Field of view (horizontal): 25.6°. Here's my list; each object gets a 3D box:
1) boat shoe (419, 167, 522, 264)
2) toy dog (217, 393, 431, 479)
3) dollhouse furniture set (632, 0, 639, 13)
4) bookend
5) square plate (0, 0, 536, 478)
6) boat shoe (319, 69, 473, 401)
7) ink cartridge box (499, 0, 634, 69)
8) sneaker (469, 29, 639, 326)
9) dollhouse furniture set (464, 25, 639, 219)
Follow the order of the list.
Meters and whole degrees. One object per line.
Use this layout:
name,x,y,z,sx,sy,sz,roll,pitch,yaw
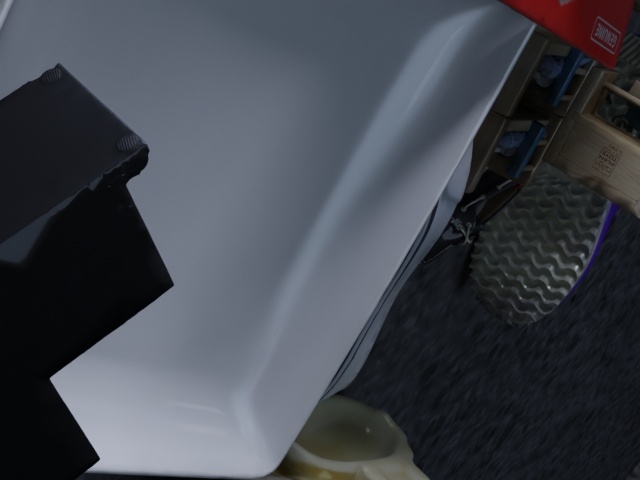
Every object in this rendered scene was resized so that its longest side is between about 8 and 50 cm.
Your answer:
boat shoe,0.121,-0.019,1.168,0.125,0.038,0.046,-42,153,-29
toy dog,-0.045,0.378,1.082,0.395,0.284,0.408,-5,128,-61
dollhouse furniture set,0.287,-0.374,1.021,0.303,0.174,0.355,-39,125,-6
bookend,-0.130,0.037,0.591,0.157,0.072,0.156,-37,140,-15
square plate,-0.062,-0.034,0.709,0.344,0.049,0.347,14,109,-52
boat shoe,0.000,0.000,0.891,0.102,0.108,0.301,-26,149,-48
ink cartridge box,0.186,-0.236,0.771,0.296,0.066,0.261,5,100,-64
sneaker,0.245,-0.054,1.282,0.146,0.102,0.293,-15,135,-58
dollhouse furniture set,0.180,-0.073,1.026,0.129,0.183,0.129,-9,129,-60
